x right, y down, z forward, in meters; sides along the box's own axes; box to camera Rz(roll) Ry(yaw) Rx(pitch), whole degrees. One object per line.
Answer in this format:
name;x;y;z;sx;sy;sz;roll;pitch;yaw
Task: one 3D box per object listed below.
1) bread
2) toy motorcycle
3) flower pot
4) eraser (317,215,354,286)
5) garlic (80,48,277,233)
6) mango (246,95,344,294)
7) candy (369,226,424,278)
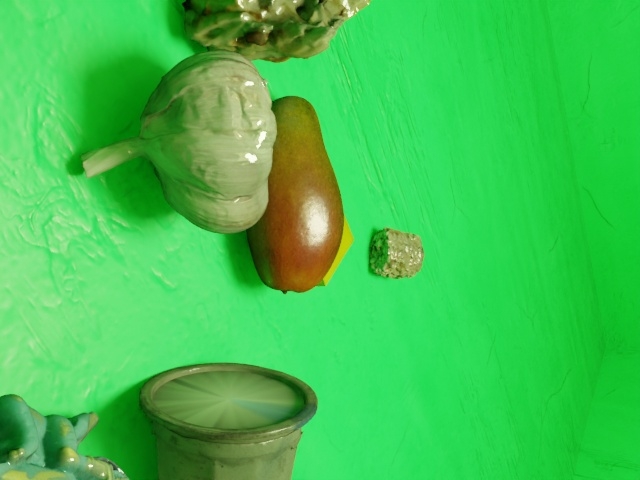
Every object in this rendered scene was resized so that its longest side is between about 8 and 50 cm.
bread;0.001;-0.402;0.904;0.191;0.314;0.370;38;54;-60
toy motorcycle;-0.258;0.220;0.601;0.198;0.109;0.296;56;2;11
flower pot;-0.118;0.272;0.829;0.212;0.212;0.203;-13;113;-55
eraser;0.000;0.000;1.115;0.122;0.045;0.097;-57;133;-40
garlic;-0.164;-0.112;0.781;0.212;0.218;0.219;-6;96;-22
mango;-0.045;-0.069;0.980;0.146;0.129;0.289;-9;85;-26
candy;0.144;0.027;1.306;0.110;0.085;0.095;22;63;-42
